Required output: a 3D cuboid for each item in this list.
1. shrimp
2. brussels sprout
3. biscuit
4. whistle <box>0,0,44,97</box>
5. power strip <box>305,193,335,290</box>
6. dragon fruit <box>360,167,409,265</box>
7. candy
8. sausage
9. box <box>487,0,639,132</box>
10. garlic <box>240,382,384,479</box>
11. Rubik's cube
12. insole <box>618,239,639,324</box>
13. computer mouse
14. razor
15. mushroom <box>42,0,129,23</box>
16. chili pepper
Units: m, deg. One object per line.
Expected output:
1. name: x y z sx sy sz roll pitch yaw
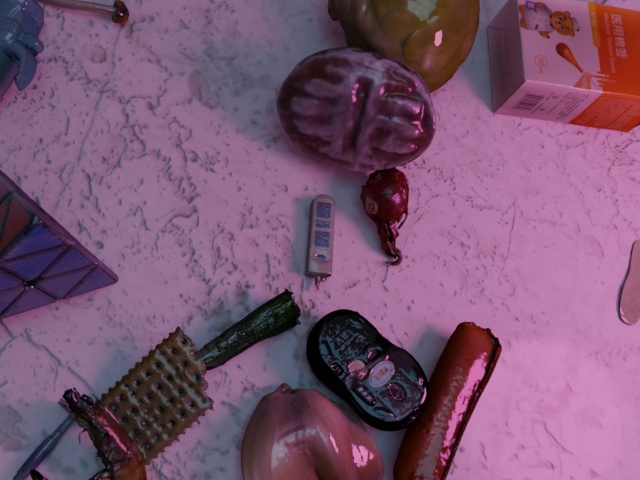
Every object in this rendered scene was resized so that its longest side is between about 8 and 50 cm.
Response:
1. shrimp: -0.358 0.333 1.140 0.150 0.051 0.217 -29 103 -16
2. brussels sprout: 0.172 -0.443 1.475 0.273 0.242 0.317 -28 80 5
3. biscuit: -0.259 0.257 1.206 0.203 0.016 0.144 -41 86 -5
4. whistle: -0.560 -0.332 1.317 0.186 0.093 0.274 12 70 17
5. power strip: 0.000 0.000 1.382 0.047 0.030 0.191 8 70 -11
6. dragon fruit: 0.125 -0.049 1.400 0.094 0.094 0.191 -1 82 -15
7. candy: 0.069 -0.242 1.384 0.289 0.215 0.157 14 25 2
8. sausage: 0.217 0.293 1.306 0.102 0.102 0.330 31 67 -3
9. box: 0.542 -0.375 1.592 0.340 0.143 0.225 5 71 -14
10. garlic: -0.024 0.345 1.221 0.217 0.110 0.228 -31 82 -18
11. Rubik's cube: -0.470 0.010 1.150 0.233 0.229 0.228 5 28 7
12. insole: 0.647 0.085 1.534 0.063 0.010 0.192 23 68 -6
13. computer mouse: 0.079 0.224 1.293 0.137 0.096 0.233 -37 76 -26
14. razor: -0.424 0.319 1.166 0.068 0.040 0.135 40 74 2
15. mushroom: -0.506 -0.479 1.409 0.306 0.043 0.068 25 50 -4
16. chili pepper: -0.139 0.163 1.265 0.226 0.088 0.059 -28 67 -19
